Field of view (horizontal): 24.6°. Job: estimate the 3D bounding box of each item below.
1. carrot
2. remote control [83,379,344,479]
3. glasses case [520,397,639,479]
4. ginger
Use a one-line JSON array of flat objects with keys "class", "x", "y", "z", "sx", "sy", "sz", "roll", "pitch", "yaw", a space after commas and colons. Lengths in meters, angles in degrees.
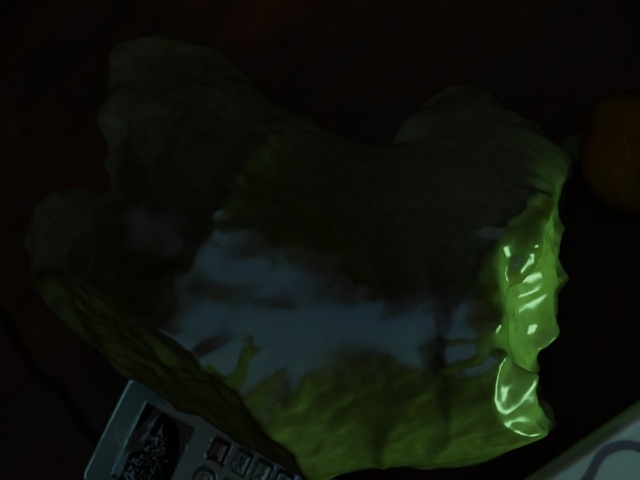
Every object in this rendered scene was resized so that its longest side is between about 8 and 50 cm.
[{"class": "carrot", "x": 0.207, "y": -0.022, "z": 0.622, "sx": 0.256, "sy": 0.061, "sz": 0.061, "roll": 18, "pitch": 87, "yaw": 45}, {"class": "remote control", "x": -0.034, "y": 0.130, "z": 0.720, "sx": 0.166, "sy": 0.029, "sz": 0.065, "roll": 25, "pitch": 88, "yaw": 18}, {"class": "glasses case", "x": 0.209, "y": 0.109, "z": 0.647, "sx": 0.336, "sy": 0.076, "sz": 0.144, "roll": -37, "pitch": 78, "yaw": 5}, {"class": "ginger", "x": 0.000, "y": 0.000, "z": 0.682, "sx": 0.275, "sy": 0.130, "sz": 0.221, "roll": 42, "pitch": 82, "yaw": 15}]
